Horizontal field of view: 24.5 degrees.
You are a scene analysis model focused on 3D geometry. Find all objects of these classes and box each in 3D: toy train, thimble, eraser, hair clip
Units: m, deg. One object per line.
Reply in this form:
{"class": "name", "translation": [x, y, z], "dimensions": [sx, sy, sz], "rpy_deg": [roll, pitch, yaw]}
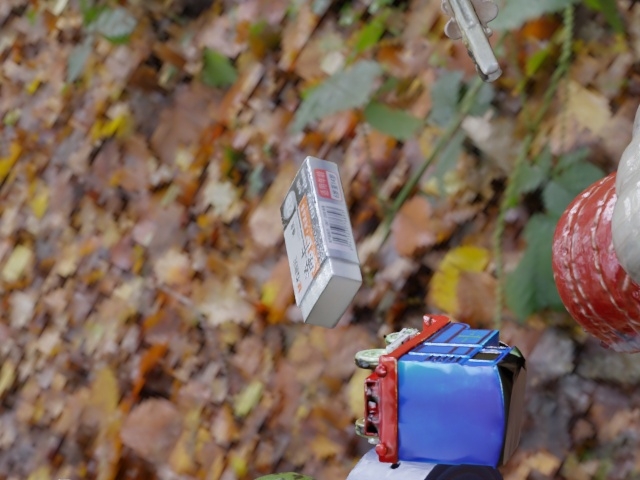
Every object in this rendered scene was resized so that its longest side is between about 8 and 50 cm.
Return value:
{"class": "toy train", "translation": [0.100, 0.113, 1.135], "dimensions": [0.204, 0.131, 0.082], "rpy_deg": [-20, -70, -72]}
{"class": "thimble", "translation": [0.322, 0.007, 1.417], "dimensions": [0.189, 0.163, 0.125], "rpy_deg": [-48, 10, -25]}
{"class": "eraser", "translation": [0.000, 0.000, 1.020], "dimensions": [0.122, 0.029, 0.052], "rpy_deg": [-101, 31, -46]}
{"class": "hair clip", "translation": [0.123, -0.250, 1.395], "dimensions": [0.062, 0.214, 0.056], "rpy_deg": [-24, -1, 1]}

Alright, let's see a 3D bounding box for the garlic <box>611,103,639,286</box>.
{"class": "garlic", "translation": [0.304, -0.017, 1.026], "dimensions": [0.152, 0.228, 0.228], "rpy_deg": [-49, 20, 56]}

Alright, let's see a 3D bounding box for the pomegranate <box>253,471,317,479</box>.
{"class": "pomegranate", "translation": [-0.029, 0.277, 1.344], "dimensions": [0.122, 0.122, 0.161], "rpy_deg": [-58, 11, 2]}

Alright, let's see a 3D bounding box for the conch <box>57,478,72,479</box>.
{"class": "conch", "translation": [-0.120, 0.251, 1.004], "dimensions": [0.313, 0.240, 0.186], "rpy_deg": [11, 44, 29]}

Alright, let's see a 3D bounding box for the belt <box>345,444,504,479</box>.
{"class": "belt", "translation": [0.099, 0.387, 1.548], "dimensions": [0.117, 0.212, 0.347], "rpy_deg": [2, 83, 46]}
